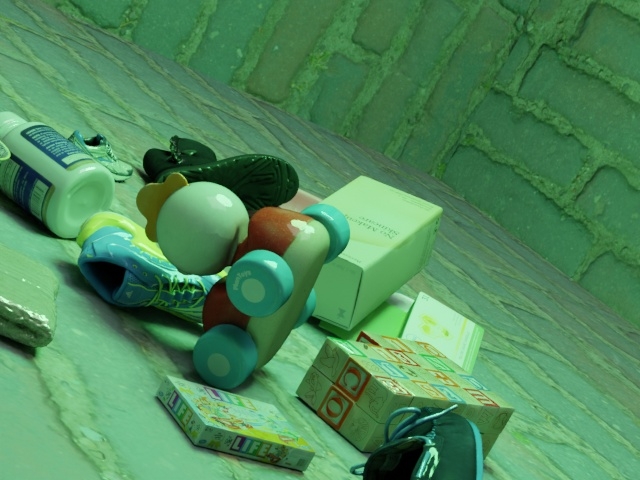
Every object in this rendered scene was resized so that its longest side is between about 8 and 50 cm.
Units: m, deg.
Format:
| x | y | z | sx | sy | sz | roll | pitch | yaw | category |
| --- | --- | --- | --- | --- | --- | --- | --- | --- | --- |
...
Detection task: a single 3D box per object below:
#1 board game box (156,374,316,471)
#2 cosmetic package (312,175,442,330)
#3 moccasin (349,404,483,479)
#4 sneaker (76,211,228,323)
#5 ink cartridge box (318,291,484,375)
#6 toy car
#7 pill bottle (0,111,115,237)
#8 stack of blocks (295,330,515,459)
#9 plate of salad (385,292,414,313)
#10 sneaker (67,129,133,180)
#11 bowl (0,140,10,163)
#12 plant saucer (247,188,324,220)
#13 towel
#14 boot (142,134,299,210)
| x | y | z | sx | sy | sz | roll | pitch | yaw | category |
| --- | --- | --- | --- | --- | --- | --- | --- | --- | --- |
| -0.091 | 0.198 | 1.620 | 0.154 | 0.026 | 0.103 | 20 | 13 | -39 | board game box |
| 0.054 | 0.013 | 2.334 | 0.160 | 0.113 | 0.309 | 22 | 26 | 18 | cosmetic package |
| 0.105 | 0.249 | 1.611 | 0.117 | 0.137 | 0.342 | 24 | 10 | -5 | moccasin |
| -0.204 | 0.063 | 1.865 | 0.240 | 0.091 | 0.126 | 28 | 29 | -8 | sneaker |
| 0.129 | 0.134 | 2.304 | 0.235 | 0.056 | 0.171 | 31 | 28 | 0 | ink cartridge box |
| -0.125 | 0.020 | 1.801 | 0.238 | 0.210 | 0.219 | 32 | 29 | 10 | toy car |
| -0.376 | -0.094 | 2.011 | 0.187 | 0.112 | 0.112 | 36 | 12 | 28 | pill bottle |
| 0.101 | 0.199 | 1.952 | 0.171 | 0.087 | 0.297 | 37 | 13 | 35 | stack of blocks |
| 0.134 | 0.131 | 2.460 | 0.200 | 0.048 | 0.200 | 26 | 12 | -6 | plate of salad |
| -0.354 | -0.139 | 2.421 | 0.135 | 0.058 | 0.052 | 21 | 13 | -39 | sneaker |
| -0.486 | -0.111 | 1.890 | 0.170 | 0.080 | 0.170 | 29 | 11 | -6 | bowl |
| 0.000 | 0.000 | 2.629 | 0.332 | 0.084 | 0.332 | 28 | 12 | -6 | plant saucer |
| -0.407 | 0.020 | 1.579 | 0.282 | 0.049 | 0.187 | 27 | 12 | -16 | towel |
| -0.172 | -0.120 | 2.525 | 0.247 | 0.094 | 0.207 | -6 | 20 | -8 | boot |
